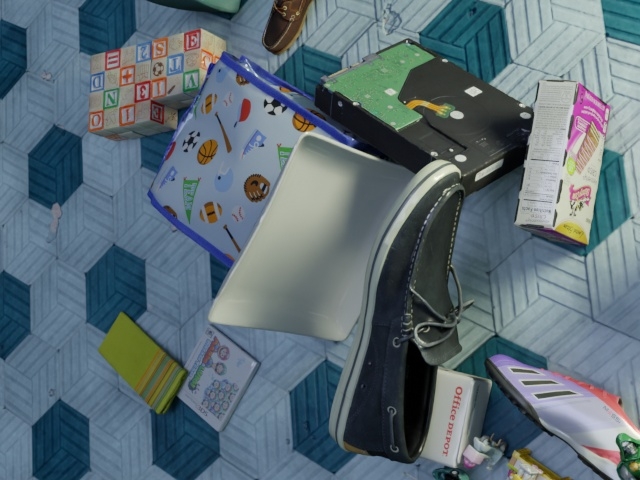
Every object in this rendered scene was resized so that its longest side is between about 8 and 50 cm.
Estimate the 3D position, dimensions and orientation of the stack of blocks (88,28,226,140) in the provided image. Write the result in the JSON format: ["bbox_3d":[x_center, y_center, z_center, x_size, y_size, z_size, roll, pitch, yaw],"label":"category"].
[{"bbox_3d":[-0.338,-0.316,2.235,0.297,0.087,0.171,-7,77,31],"label":"stack of blocks"}]

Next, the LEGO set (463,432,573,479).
[{"bbox_3d":[0.333,0.415,1.653,0.287,0.132,0.107,42,111,53],"label":"LEGO set"}]

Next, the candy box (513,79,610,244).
[{"bbox_3d":[0.383,-0.120,1.703,0.071,0.159,0.233,9,87,34],"label":"candy box"}]

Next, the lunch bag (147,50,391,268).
[{"bbox_3d":[-0.107,-0.125,1.971,0.385,0.239,0.328,33,101,25],"label":"lunch bag"}]

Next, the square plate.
[{"bbox_3d":[0.000,0.000,1.802,0.049,0.347,0.344,40,107,40],"label":"square plate"}]

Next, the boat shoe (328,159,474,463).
[{"bbox_3d":[0.149,0.121,1.666,0.156,0.187,0.500,23,109,27],"label":"boat shoe"}]

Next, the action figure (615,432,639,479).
[{"bbox_3d":[0.504,0.361,1.542,0.232,0.063,0.137,45,94,1],"label":"action figure"}]

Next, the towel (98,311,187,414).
[{"bbox_3d":[-0.358,0.244,2.175,0.237,0.021,0.102,36,95,38],"label":"towel"}]

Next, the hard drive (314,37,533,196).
[{"bbox_3d":[0.186,-0.210,1.812,0.339,0.237,0.064,37,140,30],"label":"hard drive"}]

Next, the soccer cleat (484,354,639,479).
[{"bbox_3d":[0.395,0.261,1.667,0.318,0.108,0.116,39,90,29],"label":"soccer cleat"}]

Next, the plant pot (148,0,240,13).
[{"bbox_3d":[-0.259,-0.536,2.138,0.165,0.234,0.165,11,86,34],"label":"plant pot"}]

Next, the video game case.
[{"bbox_3d":[-0.203,0.263,2.085,0.143,0.019,0.157,35,100,32],"label":"video game case"}]

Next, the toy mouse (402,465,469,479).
[{"bbox_3d":[0.227,0.416,1.755,0.161,0.031,0.143,57,137,7],"label":"toy mouse"}]

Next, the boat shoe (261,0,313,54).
[{"bbox_3d":[-0.058,-0.460,2.096,0.073,0.073,0.207,36,102,31],"label":"boat shoe"}]

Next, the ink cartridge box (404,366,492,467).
[{"bbox_3d":[0.168,0.281,1.807,0.203,0.086,0.148,11,88,33],"label":"ink cartridge box"}]
